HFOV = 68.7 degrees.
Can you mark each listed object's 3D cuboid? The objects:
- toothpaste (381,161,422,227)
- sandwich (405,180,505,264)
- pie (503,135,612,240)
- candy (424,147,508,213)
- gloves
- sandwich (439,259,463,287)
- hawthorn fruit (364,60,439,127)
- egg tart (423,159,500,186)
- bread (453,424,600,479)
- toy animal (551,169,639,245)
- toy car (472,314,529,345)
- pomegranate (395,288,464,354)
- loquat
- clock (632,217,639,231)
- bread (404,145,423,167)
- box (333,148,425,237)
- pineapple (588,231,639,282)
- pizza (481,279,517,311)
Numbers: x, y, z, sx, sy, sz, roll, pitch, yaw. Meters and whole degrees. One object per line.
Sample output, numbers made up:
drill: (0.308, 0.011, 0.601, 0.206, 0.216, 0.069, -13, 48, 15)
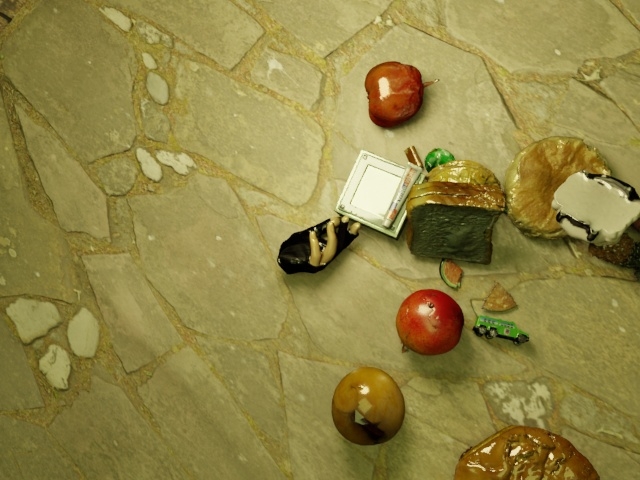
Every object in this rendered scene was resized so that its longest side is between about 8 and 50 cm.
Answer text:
toothpaste: (0.249, -0.141, 1.464, 0.052, 0.033, 0.218, 26, 85, 8)
sandwich: (0.393, -0.049, 1.406, 0.272, 0.301, 0.099, 2, 56, 13)
pie: (0.729, -0.163, 1.445, 0.340, 0.083, 0.339, 0, 88, 11)
candy: (0.479, -0.185, 1.521, 0.323, 0.097, 0.097, 38, 94, 4)
gloves: (0.000, 0.006, 1.560, 0.301, 0.197, 0.152, -34, 118, 30)
sandwich: (0.424, 0.107, 1.523, 0.069, 0.026, 0.101, -45, 80, 1)
hawthorn fruit: (0.269, -0.487, 1.533, 0.243, 0.207, 0.207, -11, 82, 7)
egg tart: (0.433, -0.140, 1.449, 0.241, 0.241, 0.105, 9, 53, 13)
bread: (0.586, 0.721, 1.334, 0.399, 0.215, 0.397, -1, 83, 12)
toy animal: (0.778, -0.082, 1.319, 0.204, 0.156, 0.208, -51, 53, 6)
toy car: (0.560, 0.279, 1.454, 0.165, 0.071, 0.062, 11, 74, 14)
pomegranate: (0.330, 0.260, 1.442, 0.210, 0.210, 0.235, 33, 125, 13)
loquat: (0.147, 0.511, 1.444, 0.235, 0.235, 0.234, -1, 85, 13)
clock: (0.964, -0.046, 1.346, 0.162, 0.166, 0.092, 35, 94, 7)
bread: (0.314, -0.277, 1.573, 0.036, 0.047, 0.083, -19, 82, -20)
box: (0.198, -0.150, 1.548, 0.225, 0.117, 0.224, 24, 90, 14)
pineapple: (0.919, 0.052, 1.379, 0.237, 0.111, 0.119, 31, 128, 9)
pizza: (0.572, 0.190, 1.482, 0.099, 0.029, 0.100, 24, 93, 6)
